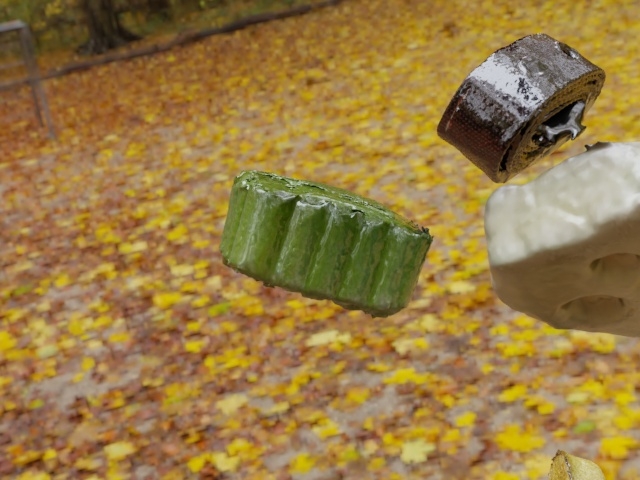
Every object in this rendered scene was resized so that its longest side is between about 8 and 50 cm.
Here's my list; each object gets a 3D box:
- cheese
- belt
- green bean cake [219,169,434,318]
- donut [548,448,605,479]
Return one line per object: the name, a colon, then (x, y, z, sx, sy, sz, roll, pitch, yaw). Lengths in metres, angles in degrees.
cheese: (0.337, 0.005, 1.068, 0.326, 0.115, 0.318, 4, -27, -3)
belt: (0.317, -0.196, 1.512, 0.164, 0.184, 0.289, 39, 46, 21)
green bean cake: (0.000, 0.000, 1.084, 0.214, 0.113, 0.200, 16, 7, -8)
donut: (0.324, 0.362, 1.282, 0.078, 0.181, 0.146, 11, -13, 3)
